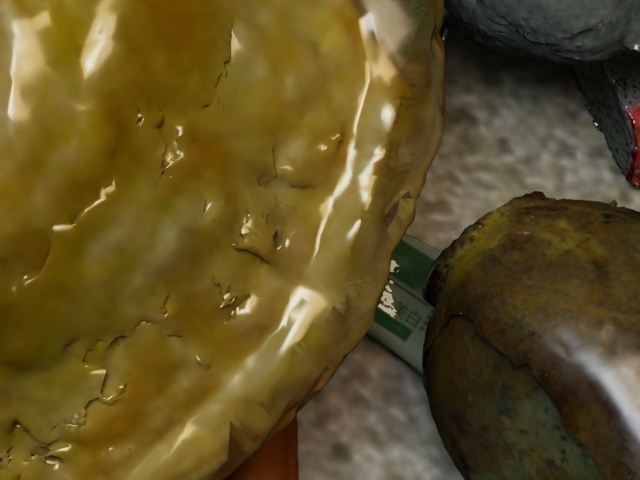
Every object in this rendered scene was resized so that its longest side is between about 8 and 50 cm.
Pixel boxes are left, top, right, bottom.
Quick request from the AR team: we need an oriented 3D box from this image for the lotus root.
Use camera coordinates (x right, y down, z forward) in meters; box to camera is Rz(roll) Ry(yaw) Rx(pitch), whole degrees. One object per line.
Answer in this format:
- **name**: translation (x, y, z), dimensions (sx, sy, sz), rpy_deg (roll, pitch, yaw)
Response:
- **lotus root**: translation (0.157, 0.098, 0.764), dimensions (0.152, 0.160, 0.275), rpy_deg (-37, 79, -10)

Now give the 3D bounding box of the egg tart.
- **egg tart**: translation (-0.174, -0.077, 0.736), dimensions (0.443, 0.178, 0.443), rpy_deg (-2, 80, 12)

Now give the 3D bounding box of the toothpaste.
- **toothpaste**: translation (0.000, 0.000, 0.846), dimensions (0.218, 0.041, 0.064), rpy_deg (32, 79, 2)

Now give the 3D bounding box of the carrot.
- **carrot**: translation (-0.027, 0.089, 0.817), dimensions (0.035, 0.035, 0.142), rpy_deg (3, 64, -5)

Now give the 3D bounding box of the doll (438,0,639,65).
- **doll**: translation (0.036, -0.170, 0.866), dimensions (0.340, 0.158, 0.246), rpy_deg (-3, 78, 23)

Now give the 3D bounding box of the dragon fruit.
- **dragon fruit**: translation (0.164, -0.076, 0.876), dimensions (0.060, 0.056, 0.083), rpy_deg (-20, 73, -11)
